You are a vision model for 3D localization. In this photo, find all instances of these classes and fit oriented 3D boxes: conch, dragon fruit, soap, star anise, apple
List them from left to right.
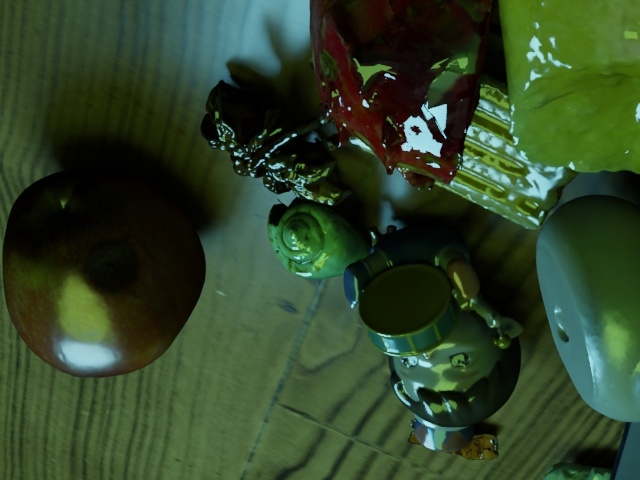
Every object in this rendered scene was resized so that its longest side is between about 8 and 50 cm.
[{"bbox_3d":[-0.249,0.029,1.831,0.230,0.230,0.230,17,146,12],"label":"apple"},{"bbox_3d":[-0.051,-0.102,1.623,0.177,0.073,0.234,27,159,17],"label":"star anise"},{"bbox_3d":[0.000,0.000,1.747,0.106,0.079,0.170,50,-171,25],"label":"conch"},{"bbox_3d":[0.054,-0.151,1.354,0.161,0.126,0.274,13,118,7],"label":"dragon fruit"},{"bbox_3d":[0.115,-0.124,1.499,0.257,0.080,0.160,26,145,0],"label":"soap"},{"bbox_3d":[0.284,-0.185,1.241,0.306,0.115,0.427,7,136,12],"label":"soap"}]

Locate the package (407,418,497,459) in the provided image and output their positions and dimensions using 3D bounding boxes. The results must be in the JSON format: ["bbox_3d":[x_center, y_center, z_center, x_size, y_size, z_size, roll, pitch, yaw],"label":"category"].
[{"bbox_3d":[0.159,0.241,2.012,0.110,0.033,0.077,13,135,11],"label":"package"}]

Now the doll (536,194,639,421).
[{"bbox_3d":[0.310,0.040,1.500,0.221,0.221,0.251,10,134,22],"label":"doll"}]

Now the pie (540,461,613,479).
[{"bbox_3d":[0.355,0.373,1.980,0.257,0.105,0.274,34,140,11],"label":"pie"}]

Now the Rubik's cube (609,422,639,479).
[{"bbox_3d":[0.470,0.230,1.541,0.307,0.310,0.305,36,146,-18],"label":"Rubik's cube"}]

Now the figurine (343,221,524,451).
[{"bbox_3d":[0.126,0.110,1.739,0.161,0.158,0.275,-1,138,28],"label":"figurine"}]
